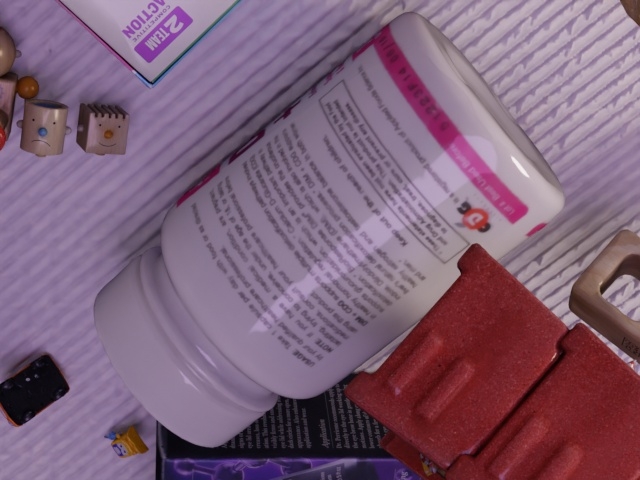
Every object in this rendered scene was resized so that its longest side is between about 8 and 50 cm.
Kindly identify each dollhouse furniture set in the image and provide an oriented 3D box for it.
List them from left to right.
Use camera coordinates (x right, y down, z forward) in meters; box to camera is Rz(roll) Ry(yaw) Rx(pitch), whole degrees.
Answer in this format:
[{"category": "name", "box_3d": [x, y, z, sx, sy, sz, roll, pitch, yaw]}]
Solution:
[{"category": "dollhouse furniture set", "box_3d": [0.204, 0.027, 0.827, 0.152, 0.201, 0.374, 40, 80, 18]}]

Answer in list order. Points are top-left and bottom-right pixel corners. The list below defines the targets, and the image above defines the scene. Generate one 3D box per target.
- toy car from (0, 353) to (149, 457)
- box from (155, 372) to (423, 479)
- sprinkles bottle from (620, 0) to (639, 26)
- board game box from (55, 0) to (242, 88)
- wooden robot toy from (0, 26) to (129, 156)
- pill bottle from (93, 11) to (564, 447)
[{"category": "toy car", "box_3d": [-0.190, 0.137, 0.970, 0.122, 0.060, 0.040, 46, 137, -18]}, {"category": "box", "box_3d": [-0.020, 0.188, 0.983, 0.207, 0.108, 0.153, 0, 119, -6]}, {"category": "sprinkles bottle", "box_3d": [0.339, -0.242, 0.779, 0.355, 0.121, 0.121, -21, 119, 6]}, {"category": "board game box", "box_3d": [-0.127, -0.277, 0.743, 0.242, 0.064, 0.316, -40, 115, 15]}, {"category": "wooden robot toy", "box_3d": [-0.205, -0.099, 0.832, 0.173, 0.076, 0.079, 8, 106, -11]}, {"category": "pill bottle", "box_3d": [0.000, 0.000, 0.853, 0.283, 0.160, 0.160, -39, 115, 14]}]
